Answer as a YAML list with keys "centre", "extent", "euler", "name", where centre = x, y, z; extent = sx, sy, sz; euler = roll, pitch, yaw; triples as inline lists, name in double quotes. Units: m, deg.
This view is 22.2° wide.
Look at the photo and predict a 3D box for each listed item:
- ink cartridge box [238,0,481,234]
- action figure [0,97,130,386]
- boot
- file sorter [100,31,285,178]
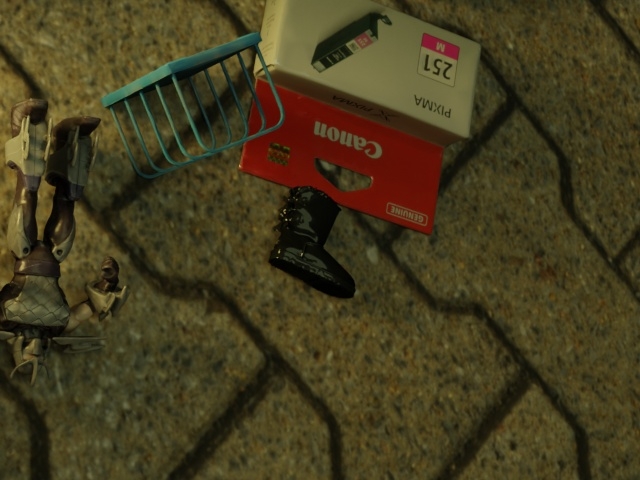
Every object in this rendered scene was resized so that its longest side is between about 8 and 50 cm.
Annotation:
- centre: [0.050, -0.160, 1.922]
  extent: [0.275, 0.060, 0.239]
  euler: [18, 69, -26]
  name: "ink cartridge box"
- centre: [-0.288, 0.007, 1.670]
  extent: [0.185, 0.099, 0.285]
  euler: [10, 78, -37]
  name: "action figure"
- centre: [0.000, 0.000, 1.867]
  extent: [0.121, 0.045, 0.099]
  euler: [28, 64, -21]
  name: "boot"
- centre: [-0.135, -0.139, 1.748]
  extent: [0.118, 0.170, 0.104]
  euler: [-24, 95, -32]
  name: "file sorter"
